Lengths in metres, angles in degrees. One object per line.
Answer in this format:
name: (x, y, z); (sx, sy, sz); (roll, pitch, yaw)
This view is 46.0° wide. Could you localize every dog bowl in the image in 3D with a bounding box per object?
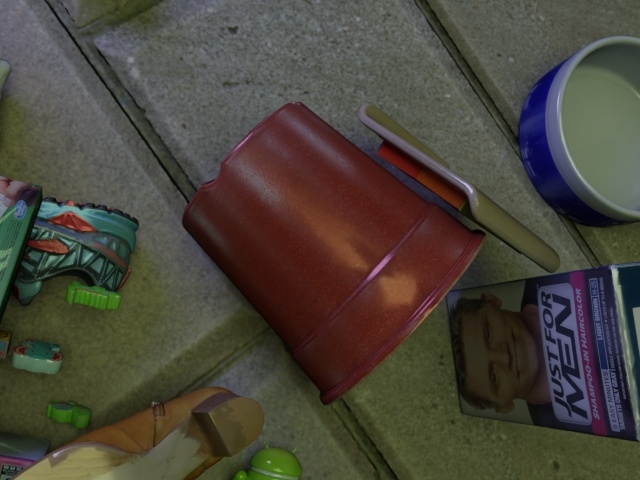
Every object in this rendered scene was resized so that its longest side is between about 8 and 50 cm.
dog bowl: (0.429, -0.154, 1.103); (0.264, 0.104, 0.265); (3, 81, -17)

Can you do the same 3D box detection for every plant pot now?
plant pot: (0.000, 0.000, 0.879); (0.265, 0.272, 0.272); (43, 72, 2)

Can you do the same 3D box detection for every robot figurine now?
robot figurine: (-0.060, 0.301, 0.903); (0.101, 0.067, 0.115); (17, 77, -20)

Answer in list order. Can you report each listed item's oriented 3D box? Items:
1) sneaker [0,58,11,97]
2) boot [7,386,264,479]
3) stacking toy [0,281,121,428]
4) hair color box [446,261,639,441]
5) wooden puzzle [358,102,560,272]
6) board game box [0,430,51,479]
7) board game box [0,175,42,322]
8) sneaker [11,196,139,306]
sneaker: (-0.396, -0.139, 0.877); (0.061, 0.053, 0.152); (31, 80, -20)
boot: (-0.209, 0.239, 0.785); (0.295, 0.211, 0.104); (-21, 87, -29)
stacking toy: (-0.343, 0.118, 0.814); (0.221, 0.052, 0.167); (12, 106, -16)
hair color box: (0.280, 0.127, 0.886); (0.105, 0.347, 0.174); (-4, 83, -18)
wooden puzzle: (0.164, -0.059, 0.920); (0.221, 0.239, 0.044); (27, 106, -45)
board game box: (-0.422, 0.338, 0.748); (0.223, 0.097, 0.304); (14, 88, -15)
board game box: (-0.416, 0.066, 0.707); (0.213, 0.046, 0.318); (17, 70, -13)
sneaker: (-0.341, 0.009, 0.841); (0.261, 0.104, 0.125); (8, 82, -16)
